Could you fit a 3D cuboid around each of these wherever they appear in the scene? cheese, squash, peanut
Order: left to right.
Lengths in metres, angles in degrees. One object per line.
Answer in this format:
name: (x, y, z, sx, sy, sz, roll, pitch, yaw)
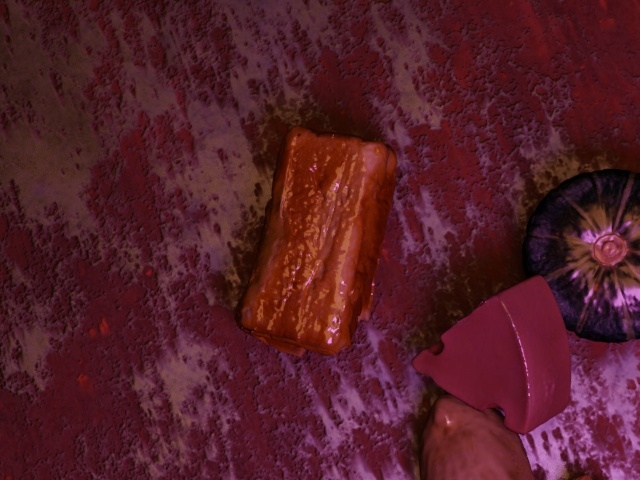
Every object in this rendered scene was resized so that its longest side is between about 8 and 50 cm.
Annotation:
peanut: (0.253, 0.388, 1.605, 0.169, 0.192, 0.387, -35, 70, 33)
cheese: (0.258, 0.180, 1.617, 0.203, 0.128, 0.177, -45, 71, 40)
squash: (0.415, 0.022, 1.660, 0.252, 0.165, 0.252, -1, 85, 15)

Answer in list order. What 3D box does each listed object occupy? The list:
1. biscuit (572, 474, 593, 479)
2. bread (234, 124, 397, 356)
biscuit: (0.416, 0.414, 1.593, 0.225, 0.036, 0.166, 31, 46, -23)
bread: (-0.001, 0.000, 1.715, 0.195, 0.149, 0.344, 12, 82, 19)
